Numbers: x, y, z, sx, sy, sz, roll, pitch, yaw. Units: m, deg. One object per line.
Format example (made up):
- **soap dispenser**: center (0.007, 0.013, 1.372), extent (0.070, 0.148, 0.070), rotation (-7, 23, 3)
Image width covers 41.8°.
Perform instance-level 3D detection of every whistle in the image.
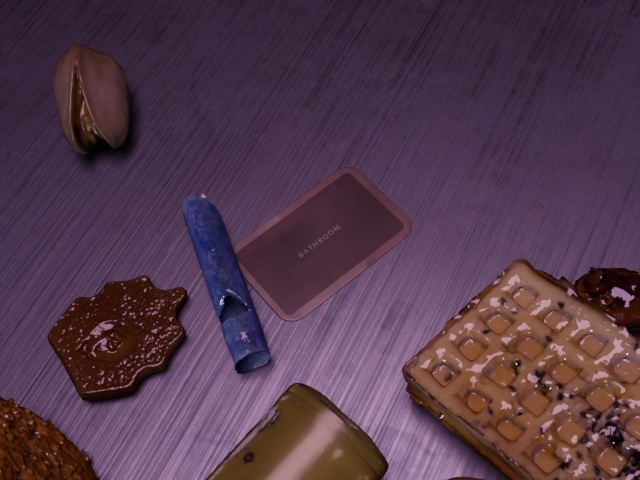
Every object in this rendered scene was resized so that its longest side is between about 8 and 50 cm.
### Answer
- **whistle**: center (-0.150, 0.058, 1.296), extent (0.062, 0.062, 0.304), rotation (-20, 61, -5)

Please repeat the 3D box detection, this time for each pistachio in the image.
- **pistachio**: center (-0.399, -0.246, 1.458), extent (0.130, 0.131, 0.206), rotation (-17, 64, 6)

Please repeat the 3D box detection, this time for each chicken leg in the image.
- **chicken leg**: center (0.508, 0.084, 1.177), extent (0.305, 0.113, 0.093), rotation (1, 83, 5)

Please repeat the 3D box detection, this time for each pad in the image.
- **pad**: center (0.000, 0.000, 1.342), extent (0.266, 0.002, 0.176), rotation (-37, 63, -14)

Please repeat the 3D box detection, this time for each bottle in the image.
- **bottle**: center (-0.089, 0.358, 1.058), extent (0.171, 0.171, 0.351), rotation (38, 73, 24)

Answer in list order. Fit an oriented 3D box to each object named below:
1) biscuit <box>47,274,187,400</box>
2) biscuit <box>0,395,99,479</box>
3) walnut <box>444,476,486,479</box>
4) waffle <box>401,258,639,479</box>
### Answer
- **biscuit**: center (-0.295, 0.138, 1.283), extent (0.215, 0.034, 0.182), rotation (-32, 63, -14)
- **biscuit**: center (-0.386, 0.281, 1.096), extent (0.254, 0.254, 0.035), rotation (41, 92, 25)
- **walnut**: center (0.192, 0.391, 0.998), extent (0.226, 0.193, 0.193), rotation (38, 71, 25)
- **waffle**: center (0.315, 0.217, 1.086), extent (0.261, 0.114, 0.376), rotation (-38, 54, -15)
